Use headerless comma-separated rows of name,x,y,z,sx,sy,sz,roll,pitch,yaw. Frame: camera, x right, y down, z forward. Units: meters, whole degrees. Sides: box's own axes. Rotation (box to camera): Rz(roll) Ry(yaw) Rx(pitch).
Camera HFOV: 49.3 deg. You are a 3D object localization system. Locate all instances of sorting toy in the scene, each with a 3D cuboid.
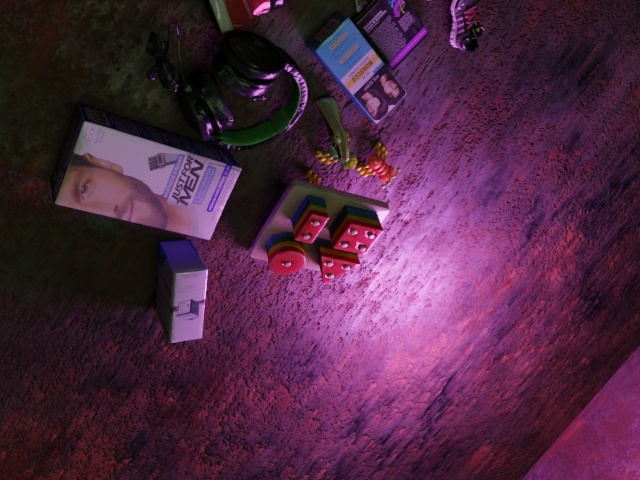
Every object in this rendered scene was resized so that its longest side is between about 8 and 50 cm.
sorting toy,0.000,0.000,1.644,0.257,0.089,0.255,12,134,-27

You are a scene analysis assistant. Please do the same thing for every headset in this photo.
headset,-0.178,-0.286,1.356,0.243,0.185,0.394,-39,145,20

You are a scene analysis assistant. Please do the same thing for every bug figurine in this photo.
bug figurine,0.051,-0.128,1.670,0.216,0.072,0.279,33,101,-38

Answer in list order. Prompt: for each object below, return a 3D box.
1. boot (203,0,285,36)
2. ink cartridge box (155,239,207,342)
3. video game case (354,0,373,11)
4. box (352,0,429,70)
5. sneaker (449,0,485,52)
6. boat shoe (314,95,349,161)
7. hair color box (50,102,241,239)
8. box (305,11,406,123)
boot,-0.154,-0.528,1.308,0.176,0.088,0.244,-29,136,-9
ink cartridge box,-0.320,0.114,1.585,0.082,0.140,0.191,-7,123,-26
video game case,0.106,-0.554,1.471,0.087,0.011,0.122,-22,127,-14
box,0.156,-0.469,1.531,0.116,0.029,0.162,-45,135,6
sneaker,0.335,-0.491,1.562,0.063,0.075,0.170,-32,148,-17
boat shoe,0.027,-0.247,1.562,0.048,0.056,0.153,-15,92,-10
hair color box,-0.356,-0.133,1.435,0.338,0.110,0.185,15,113,-32
box,0.082,-0.377,1.537,0.100,0.060,0.244,-45,129,4
